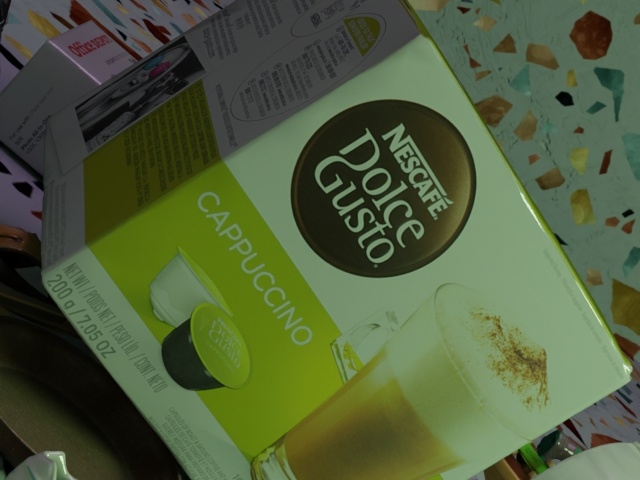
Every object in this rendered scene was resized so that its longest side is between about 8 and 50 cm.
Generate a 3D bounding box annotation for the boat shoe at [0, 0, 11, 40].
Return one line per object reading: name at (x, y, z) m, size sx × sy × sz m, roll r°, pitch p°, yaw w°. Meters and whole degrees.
boat shoe at (-0.385, -0.263, 1.691) m, size 0.121 × 0.119 × 0.335 m, roll 33°, pitch 16°, yaw -35°

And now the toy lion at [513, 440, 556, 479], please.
toy lion at (0.263, 0.277, 1.873) m, size 0.096 × 0.034 × 0.100 m, roll 57°, pitch -2°, yaw -43°

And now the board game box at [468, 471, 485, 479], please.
board game box at (0.039, 0.147, 1.733) m, size 0.318 × 0.066 × 0.319 m, roll 41°, pitch 13°, yaw -10°

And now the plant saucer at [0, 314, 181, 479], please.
plant saucer at (-0.189, 0.135, 1.167) m, size 0.198 × 0.036 × 0.198 m, roll 40°, pitch 13°, yaw -12°

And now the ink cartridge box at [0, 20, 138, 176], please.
ink cartridge box at (-0.193, -0.090, 1.692) m, size 0.289 × 0.121 × 0.211 m, roll 41°, pitch 12°, yaw -6°

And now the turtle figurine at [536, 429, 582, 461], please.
turtle figurine at (0.380, 0.341, 2.032) m, size 0.234 × 0.118 × 0.175 m, roll 34°, pitch 15°, yaw -12°

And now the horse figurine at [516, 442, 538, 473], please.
horse figurine at (0.186, 0.189, 1.971) m, size 0.263 × 0.066 × 0.174 m, roll 44°, pitch -8°, yaw 4°

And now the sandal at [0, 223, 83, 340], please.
sandal at (-0.253, 0.009, 1.253) m, size 0.219 × 0.060 × 0.090 m, roll 35°, pitch 4°, yaw 34°

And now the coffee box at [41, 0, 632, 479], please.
coffee box at (0.000, 0.000, 1.320) m, size 0.338 × 0.334 × 0.338 m, roll 56°, pitch 6°, yaw -24°

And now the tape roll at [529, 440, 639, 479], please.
tape roll at (0.241, 0.318, 1.387) m, size 0.246 × 0.246 × 0.169 m, roll 25°, pitch 21°, yaw -53°

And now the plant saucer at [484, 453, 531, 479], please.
plant saucer at (0.232, 0.297, 1.816) m, size 0.200 × 0.037 × 0.200 m, roll 50°, pitch 4°, yaw -5°

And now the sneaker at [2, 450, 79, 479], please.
sneaker at (-0.147, 0.200, 1.030) m, size 0.152 × 0.061 × 0.053 m, roll 44°, pitch 11°, yaw 2°
